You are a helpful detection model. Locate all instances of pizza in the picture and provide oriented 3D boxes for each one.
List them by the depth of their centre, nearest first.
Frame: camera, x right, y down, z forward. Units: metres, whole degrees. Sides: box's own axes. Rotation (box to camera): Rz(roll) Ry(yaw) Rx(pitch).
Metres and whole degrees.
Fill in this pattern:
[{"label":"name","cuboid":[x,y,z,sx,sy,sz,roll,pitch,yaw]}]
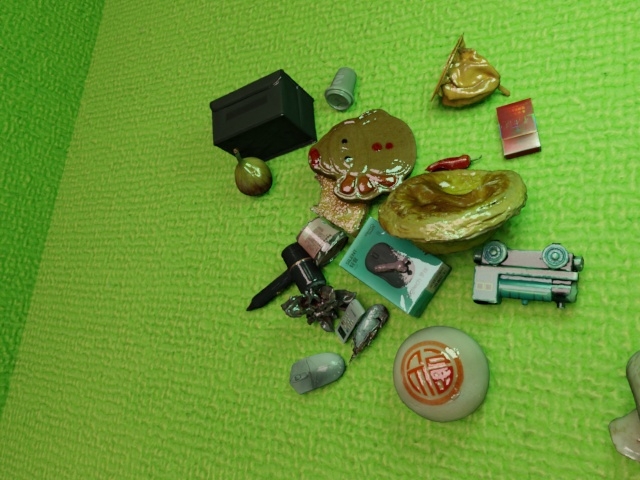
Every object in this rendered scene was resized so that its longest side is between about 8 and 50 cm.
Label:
[{"label":"pizza","cuboid":[0.080,-0.164,1.817,0.223,0.089,0.323,1,74,21]}]

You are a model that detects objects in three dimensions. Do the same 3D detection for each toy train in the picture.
[{"label":"toy train","cuboid":[0.589,0.100,1.449,0.298,0.120,0.194,3,84,29]}]

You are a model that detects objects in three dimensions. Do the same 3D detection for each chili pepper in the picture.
[{"label":"chili pepper","cuboid":[0.438,-0.252,1.665,0.191,0.059,0.050,-11,78,23]}]

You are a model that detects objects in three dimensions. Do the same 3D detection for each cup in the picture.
[{"label":"cup","cuboid":[0.088,-0.587,1.931,0.120,0.120,0.141,9,67,31]}]

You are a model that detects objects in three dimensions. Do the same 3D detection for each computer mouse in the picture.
[{"label":"computer mouse","cuboid":[-0.025,0.447,1.706,0.229,0.068,0.113,-26,63,20]}]

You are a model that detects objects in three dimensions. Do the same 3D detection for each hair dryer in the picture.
[{"label":"hair dryer","cuboid":[-0.144,0.180,1.848,0.352,0.107,0.189,-41,62,21]}]

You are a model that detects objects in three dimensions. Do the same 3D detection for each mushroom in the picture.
[{"label":"mushroom","cuboid":[0.808,0.400,1.162,0.290,0.298,0.297,-46,56,38]}]

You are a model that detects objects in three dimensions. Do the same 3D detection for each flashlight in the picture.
[{"label":"flashlight","cuboid":[0.220,0.084,1.564,0.110,0.031,0.052,-10,48,30]}]

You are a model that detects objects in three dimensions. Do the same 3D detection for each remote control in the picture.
[{"label":"remote control","cuboid":[0.099,0.270,1.660,0.065,0.029,0.166,54,137,33]}]

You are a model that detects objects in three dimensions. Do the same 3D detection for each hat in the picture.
[{"label":"hat","cuboid":[0.522,-0.533,1.670,0.233,0.244,0.233,25,120,3]}]

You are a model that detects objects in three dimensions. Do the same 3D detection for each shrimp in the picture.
[{"label":"shrimp","cuboid":[0.146,0.310,1.653,0.232,0.079,0.090,-61,22,3]}]

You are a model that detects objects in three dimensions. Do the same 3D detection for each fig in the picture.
[{"label":"fig","cuboid":[-0.275,-0.288,1.987,0.143,0.230,0.160,-33,46,-30]}]

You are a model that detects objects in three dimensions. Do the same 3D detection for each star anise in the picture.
[{"label":"star anise","cuboid":[-0.004,0.220,1.693,0.283,0.212,0.129,-16,55,16]}]

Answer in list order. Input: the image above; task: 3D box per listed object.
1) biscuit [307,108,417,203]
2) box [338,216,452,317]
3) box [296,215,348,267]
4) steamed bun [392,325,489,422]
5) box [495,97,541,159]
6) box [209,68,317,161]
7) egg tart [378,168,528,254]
[{"label":"biscuit","cuboid":[0.145,-0.298,1.766,0.382,0.074,0.358,-6,67,3]},{"label":"box","cuboid":[0.239,0.084,1.640,0.311,0.118,0.205,36,92,31]},{"label":"box","cuboid":[0.000,0.000,1.759,0.135,0.151,0.151,41,97,16]},{"label":"steamed bun","cuboid":[0.340,0.384,1.460,0.283,0.177,0.282,-9,71,26]},{"label":"box","cuboid":[0.627,-0.354,1.596,0.112,0.048,0.175,-13,70,25]},{"label":"box","cuboid":[-0.219,-0.469,1.978,0.345,0.251,0.204,-17,68,25]},{"label":"egg tart","cuboid":[0.393,-0.078,1.508,0.444,0.178,0.443,-13,26,7]}]
